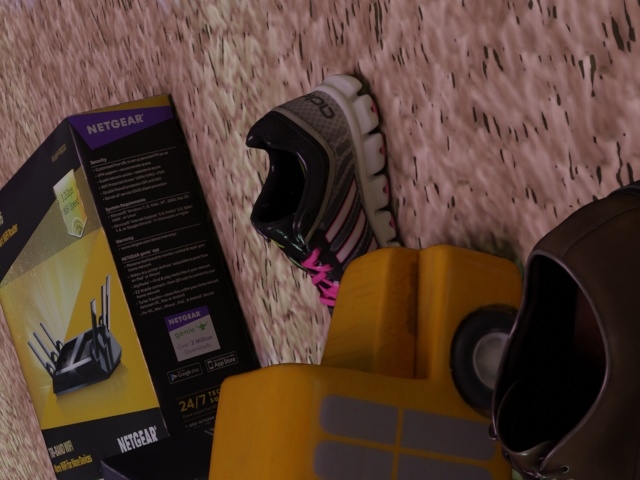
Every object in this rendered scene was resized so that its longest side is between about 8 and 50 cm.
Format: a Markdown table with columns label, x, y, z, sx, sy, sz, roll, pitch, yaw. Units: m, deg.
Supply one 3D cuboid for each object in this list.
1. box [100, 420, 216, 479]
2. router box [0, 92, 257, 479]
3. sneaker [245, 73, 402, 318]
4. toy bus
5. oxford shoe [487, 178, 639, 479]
| label | x | y | z | sx | sy | sz | roll | pitch | yaw |
| --- | --- | --- | --- | --- | --- | --- | --- | --- | --- |
| box | -0.028 | 0.184 | 0.874 | 0.093 | 0.158 | 0.156 | 12 | 114 | 60 |
| router box | -0.161 | 0.053 | 1.138 | 0.309 | 0.081 | 0.243 | -29 | 78 | 62 |
| sneaker | 0.000 | 0.000 | 0.810 | 0.063 | 0.074 | 0.170 | 11 | 114 | 60 |
| toy bus | 0.014 | 0.166 | 0.701 | 0.108 | 0.130 | 0.333 | 156 | 122 | -64 |
| oxford shoe | 0.109 | 0.086 | 0.633 | 0.083 | 0.096 | 0.227 | 30 | 132 | 52 |
